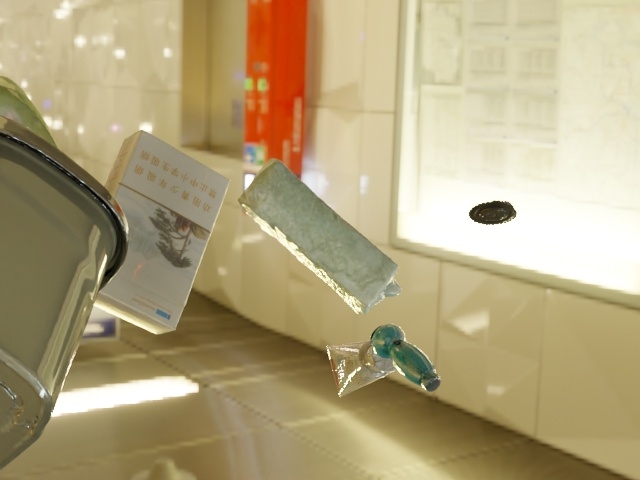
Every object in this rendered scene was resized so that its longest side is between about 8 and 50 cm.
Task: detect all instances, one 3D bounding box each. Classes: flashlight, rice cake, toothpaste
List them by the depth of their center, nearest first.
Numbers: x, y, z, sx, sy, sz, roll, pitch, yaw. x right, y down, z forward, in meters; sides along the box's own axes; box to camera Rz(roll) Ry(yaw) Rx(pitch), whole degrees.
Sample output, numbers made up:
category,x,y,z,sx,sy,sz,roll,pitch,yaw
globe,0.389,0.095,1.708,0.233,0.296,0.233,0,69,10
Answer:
category,x,y,z,sx,sy,sz,roll,pitch,yaw
rice cake,0.000,0.000,1.167,0.206,0.069,0.063,44,165,3
flashlight,0.116,0.162,1.466,0.051,0.051,0.129,-4,-147,-33
toothpaste,0.058,0.196,1.698,0.057,0.089,0.234,-10,171,-23

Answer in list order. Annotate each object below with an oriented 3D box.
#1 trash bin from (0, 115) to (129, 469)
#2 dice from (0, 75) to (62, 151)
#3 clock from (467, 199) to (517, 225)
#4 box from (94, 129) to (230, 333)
category,x,y,z,sx,sy,sz,roll,pitch,yaw
trash bin,-0.293,0.053,0.863,0.219,0.220,0.250,41,-159,-24
dice,-0.516,-0.080,1.573,0.252,0.250,0.254,-30,-177,-22
clock,0.293,-0.047,1.831,0.083,0.010,0.074,-12,144,25
box,-0.227,-0.010,1.420,0.149,0.233,0.067,29,155,-23
